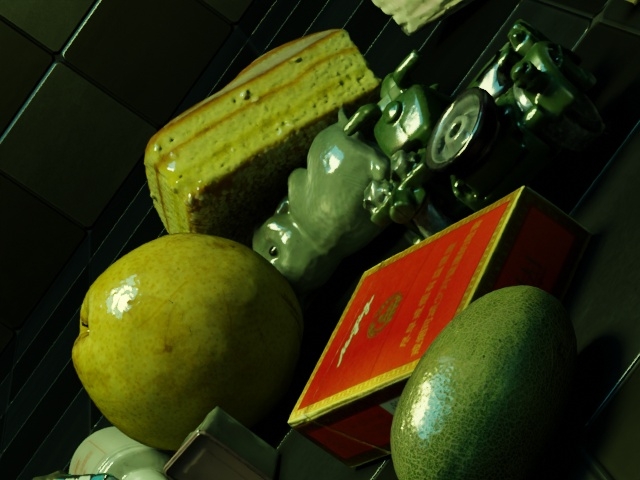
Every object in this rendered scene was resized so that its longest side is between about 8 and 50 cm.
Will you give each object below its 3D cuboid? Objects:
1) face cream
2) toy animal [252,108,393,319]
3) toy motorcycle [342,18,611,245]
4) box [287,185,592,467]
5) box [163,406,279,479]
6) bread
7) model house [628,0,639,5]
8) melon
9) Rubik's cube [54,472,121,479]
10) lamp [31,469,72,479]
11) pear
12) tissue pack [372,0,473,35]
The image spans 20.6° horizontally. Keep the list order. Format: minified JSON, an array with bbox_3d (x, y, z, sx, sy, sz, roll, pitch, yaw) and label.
[{"bbox_3d":[-0.173,0.239,1.671,0.101,0.101,0.251,-57,14,-8],"label":"face cream"},{"bbox_3d":[-0.005,-0.009,1.670,0.236,0.108,0.138,-52,14,14],"label":"toy animal"},{"bbox_3d":[0.124,-0.095,1.388,0.205,0.127,0.275,-48,15,25],"label":"toy motorcycle"},{"bbox_3d":[0.081,0.068,1.274,0.240,0.074,0.153,-31,31,58],"label":"box"},{"bbox_3d":[-0.081,0.190,1.511,0.060,0.084,0.063,-49,9,25],"label":"box"},{"bbox_3d":[-0.055,-0.088,1.752,0.234,0.110,0.184,-33,-24,-16],"label":"bread"},{"bbox_3d":[0.214,-0.348,1.427,0.178,0.206,0.271,94,-159,-61],"label":"model house"},{"bbox_3d":[0.102,0.095,1.068,0.099,0.099,0.162,-33,22,58],"label":"melon"},{"bbox_3d":[-0.169,0.289,1.414,0.154,0.155,0.151,-61,14,-20],"label":"Rubik's cube"},{"bbox_3d":[-0.270,0.332,1.711,0.101,0.101,0.250,-82,1,-63],"label":"lamp"},{"bbox_3d":[-0.127,0.093,1.621,0.209,0.209,0.209,-51,14,18],"label":"pear"},{"bbox_3d":[0.195,-0.413,1.935,0.259,0.122,0.361,-35,22,48],"label":"tissue pack"}]
